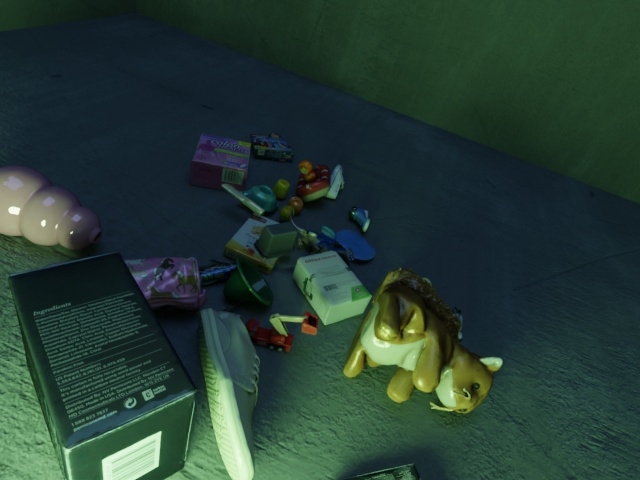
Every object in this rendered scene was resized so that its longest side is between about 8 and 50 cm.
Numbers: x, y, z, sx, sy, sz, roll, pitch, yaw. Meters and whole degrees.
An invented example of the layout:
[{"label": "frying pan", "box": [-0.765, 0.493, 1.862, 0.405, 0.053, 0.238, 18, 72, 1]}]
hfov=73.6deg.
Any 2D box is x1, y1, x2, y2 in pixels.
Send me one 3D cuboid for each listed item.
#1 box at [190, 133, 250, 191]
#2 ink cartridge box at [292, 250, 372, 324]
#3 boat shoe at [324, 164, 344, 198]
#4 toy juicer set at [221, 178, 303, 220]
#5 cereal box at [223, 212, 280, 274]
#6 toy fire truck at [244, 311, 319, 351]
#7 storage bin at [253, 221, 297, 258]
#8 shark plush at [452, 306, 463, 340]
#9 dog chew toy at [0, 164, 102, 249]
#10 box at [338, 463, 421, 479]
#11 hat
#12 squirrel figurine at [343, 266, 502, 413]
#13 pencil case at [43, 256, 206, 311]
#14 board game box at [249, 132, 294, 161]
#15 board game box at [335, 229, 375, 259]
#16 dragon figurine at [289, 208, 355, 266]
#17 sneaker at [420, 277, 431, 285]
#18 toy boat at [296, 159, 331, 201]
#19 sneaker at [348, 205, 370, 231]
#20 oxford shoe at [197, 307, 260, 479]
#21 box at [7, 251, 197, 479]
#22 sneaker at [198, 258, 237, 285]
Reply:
[{"label": "box", "box": [-0.409, -0.321, 1.778, 0.213, 0.117, 0.243, 10, 37, -11]}, {"label": "ink cartridge box", "box": [0.032, 0.146, 1.383, 0.160, 0.093, 0.219, -10, 44, -33]}, {"label": "boat shoe", "box": [0.069, -0.258, 1.947, 0.075, 0.083, 0.226, 29, 49, -2]}, {"label": "toy juicer set", "box": [-0.208, -0.139, 1.659, 0.329, 0.089, 0.209, -13, 54, -49]}, {"label": "cereal box", "box": [-0.208, 0.004, 1.501, 0.173, 0.047, 0.240, 23, 37, 3]}, {"label": "toy fire truck", "box": [-0.111, 0.240, 1.164, 0.192, 0.135, 0.047, 15, 36, -5]}, {"label": "storage bin", "box": [-0.145, -0.012, 1.436, 0.135, 0.091, 0.098, -11, 49, -39]}, {"label": "shark plush", "box": [0.445, 0.265, 1.444, 0.067, 0.073, 0.161, -2, 35, 24]}, {"label": "dog chew toy", "box": [-0.801, -0.081, 1.242, 0.331, 0.207, 0.207, 25, 36, -4]}, {"label": "box", "box": [0.135, 0.585, 0.897, 0.220, 0.051, 0.175, 0, 40, -23]}, {"label": "hat", "box": [-0.269, 0.168, 1.282, 0.173, 0.183, 0.208, 57, 6, 25]}, {"label": "squirrel figurine", "box": [0.309, 0.274, 1.200, 0.370, 0.281, 0.397, 27, 39, 1]}, {"label": "pencil case", "box": [-0.506, 0.127, 1.128, 0.386, 0.160, 0.167, -3, 75, -28]}, {"label": "board game box", "box": [-0.243, -0.460, 2.076, 0.194, 0.060, 0.194, 1, 39, -22]}, {"label": "board game box", "box": [0.128, 0.026, 1.634, 0.168, 0.033, 0.133, 43, 38, 22]}, {"label": "dragon figurine", "box": [0.000, 0.000, 1.558, 0.144, 0.085, 0.289, -14, 51, -43]}, {"label": "sneaker", "box": [0.265, 0.175, 1.472, 0.240, 0.091, 0.126, -14, 29, -35]}, {"label": "toy boat", "box": [-0.043, -0.271, 1.809, 0.151, 0.151, 0.231, -19, 34, 15]}, {"label": "sneaker", "box": [0.155, -0.092, 1.769, 0.084, 0.058, 0.152, 19, 32, -9]}, {"label": "oxford shoe", "box": [-0.198, 0.327, 1.000, 0.130, 0.169, 0.449, 1, 35, -24]}, {"label": "box", "box": [-0.438, 0.271, 0.854, 0.212, 0.294, 0.395, -16, 49, -38]}, {"label": "sneaker", "box": [-0.310, 0.085, 1.338, 0.188, 0.067, 0.078, -12, 52, -30]}]
